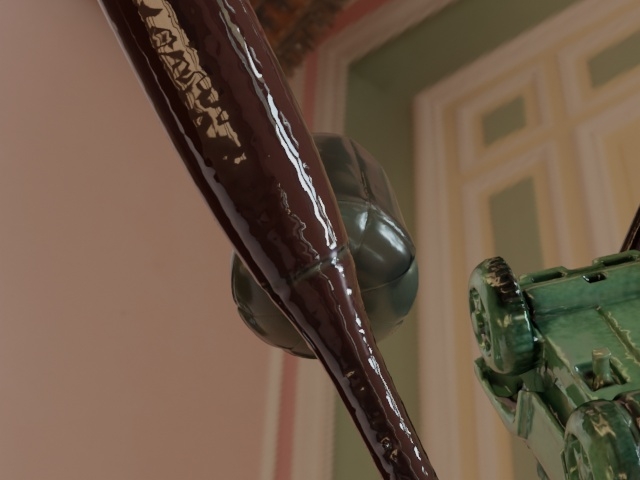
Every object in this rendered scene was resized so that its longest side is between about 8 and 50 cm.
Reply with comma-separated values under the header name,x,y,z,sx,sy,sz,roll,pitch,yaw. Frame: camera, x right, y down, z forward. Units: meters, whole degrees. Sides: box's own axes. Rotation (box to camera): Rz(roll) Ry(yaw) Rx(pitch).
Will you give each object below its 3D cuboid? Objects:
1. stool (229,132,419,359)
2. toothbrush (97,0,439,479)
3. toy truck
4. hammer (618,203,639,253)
name,x,y,z,sx,sy,sz,roll,pitch,yaw
stool,0.000,0.000,0.686,0.096,0.096,0.110,-35,-150,17
toothbrush,-0.030,-0.046,0.384,0.041,0.364,0.041,-27,-175,3
toy truck,0.184,0.104,0.705,0.155,0.156,0.279,-12,-153,-8
hammer,0.286,-0.056,1.119,0.065,0.021,0.178,24,-74,18
